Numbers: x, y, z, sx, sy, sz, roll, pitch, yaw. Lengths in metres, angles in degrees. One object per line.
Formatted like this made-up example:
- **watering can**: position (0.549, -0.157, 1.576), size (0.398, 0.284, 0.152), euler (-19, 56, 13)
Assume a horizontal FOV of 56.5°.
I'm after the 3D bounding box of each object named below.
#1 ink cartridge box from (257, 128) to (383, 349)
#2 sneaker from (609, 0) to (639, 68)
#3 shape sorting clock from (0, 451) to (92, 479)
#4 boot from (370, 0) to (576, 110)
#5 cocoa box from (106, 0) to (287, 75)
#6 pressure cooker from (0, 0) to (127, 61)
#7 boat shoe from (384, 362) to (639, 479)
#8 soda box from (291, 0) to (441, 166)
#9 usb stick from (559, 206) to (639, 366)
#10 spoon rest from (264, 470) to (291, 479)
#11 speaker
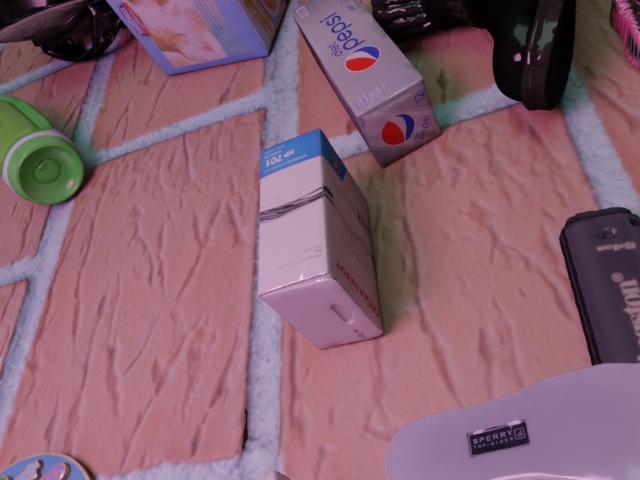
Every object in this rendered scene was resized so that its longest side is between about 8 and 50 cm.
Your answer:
- **ink cartridge box**: position (0.000, 0.000, 0.640), size (0.082, 0.139, 0.190), euler (-17, 51, 19)
- **sneaker**: position (0.376, -0.246, 0.684), size (0.057, 0.047, 0.119), euler (-7, 55, 10)
- **shape sorting clock**: position (-0.333, 0.334, 0.647), size (0.206, 0.040, 0.206), euler (-14, 53, 19)
- **boot**: position (0.182, -0.293, 0.756), size (0.260, 0.131, 0.347), euler (0, 55, 25)
- **cocoa box**: position (-0.229, -0.483, 0.969), size (0.232, 0.347, 0.227), euler (-3, 57, 26)
- **pressure cooker**: position (-0.531, -0.565, 1.157), size (0.376, 0.420, 0.370), euler (-18, 18, 4)
- **boat shoe**: position (0.178, 0.159, 0.448), size (0.258, 0.084, 0.095), euler (-18, 45, 33)
- **soda box**: position (0.054, -0.233, 0.806), size (0.091, 0.098, 0.286), euler (-29, 49, 6)
- **usb stick**: position (0.265, 0.091, 0.497), size (0.077, 0.045, 0.277), euler (-14, 52, 20)
- **spoon rest**: position (-0.120, 0.293, 0.551), size (0.276, 0.084, 0.137), euler (-31, 46, 23)
- **speaker**: position (-0.528, -0.168, 1.054), size (0.131, 0.131, 0.297), euler (-48, 49, -10)
